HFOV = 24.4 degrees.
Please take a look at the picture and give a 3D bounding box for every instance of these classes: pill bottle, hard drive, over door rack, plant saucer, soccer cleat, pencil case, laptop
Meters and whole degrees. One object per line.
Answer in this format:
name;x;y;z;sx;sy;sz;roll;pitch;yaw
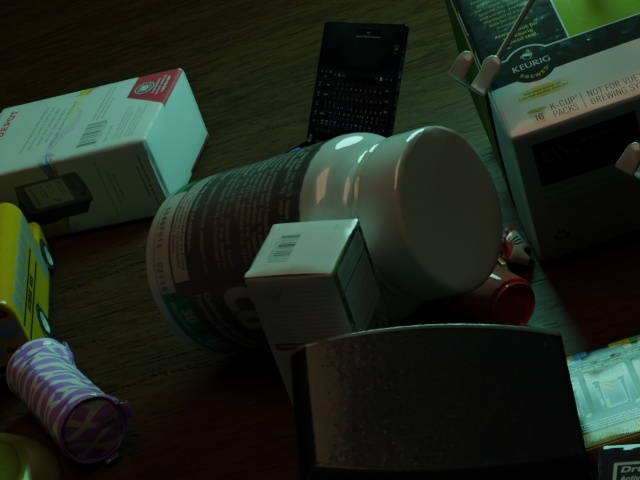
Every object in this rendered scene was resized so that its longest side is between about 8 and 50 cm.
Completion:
pill bottle;0.000;0.000;1.578;0.361;0.204;0.204;-15;26;42
hard drive;0.104;0.150;1.303;0.254;0.054;0.172;-2;53;-4
over door rack;0.320;-0.226;1.492;0.239;0.108;0.324;33;83;34
plant saucer;-0.400;0.284;1.607;0.240;0.037;0.241;-15;30;9
soccer cleat;0.222;0.008;1.678;0.035;0.029;0.083;22;18;0
pencil case;-0.286;0.176;1.662;0.088;0.086;0.206;-39;33;-15
laptop;-0.012;-0.169;1.969;0.136;0.265;0.234;6;6;-28

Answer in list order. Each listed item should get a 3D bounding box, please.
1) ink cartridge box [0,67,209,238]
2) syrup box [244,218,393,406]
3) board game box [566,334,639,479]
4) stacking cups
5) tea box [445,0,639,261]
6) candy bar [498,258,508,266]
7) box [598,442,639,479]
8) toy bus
ink cartridge box;-0.341;-0.120;2.146;0.306;0.131;0.226;-12;31;19
syrup box;0.015;0.103;1.436;0.096;0.237;0.093;-4;33;23
board game box;0.278;0.155;1.374;0.170;0.048;0.141;-18;31;7
stacking cups;0.123;0.025;1.667;0.096;0.096;0.316;-32;36;-19
tea box;0.339;-0.201;1.670;0.328;0.220;0.324;-18;49;4
candy bar;0.162;0.008;1.723;0.040;0.018;0.161;-28;31;-13
box;0.333;0.287;0.981;0.296;0.183;0.294;-6;34;21
toy bus;-0.417;0.059;1.897;0.108;0.130;0.333;-20;29;2
